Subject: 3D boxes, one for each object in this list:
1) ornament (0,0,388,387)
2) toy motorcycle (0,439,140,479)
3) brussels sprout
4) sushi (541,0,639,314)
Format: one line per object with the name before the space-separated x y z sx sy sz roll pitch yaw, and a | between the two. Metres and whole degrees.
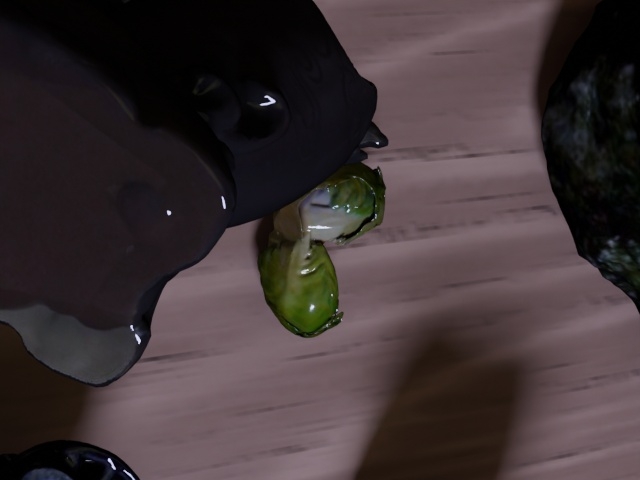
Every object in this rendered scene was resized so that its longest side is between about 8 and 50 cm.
ornament | -0.089 -0.089 0.657 0.251 0.106 0.260 36 30 -1
toy motorcycle | -0.128 0.256 0.732 0.212 0.125 0.359 -20 101 -30
brussels sprout | -0.001 0.001 0.850 0.051 0.046 0.083 25 79 -25
sushi | 0.264 0.006 0.954 0.211 0.170 0.350 -44 116 -26
